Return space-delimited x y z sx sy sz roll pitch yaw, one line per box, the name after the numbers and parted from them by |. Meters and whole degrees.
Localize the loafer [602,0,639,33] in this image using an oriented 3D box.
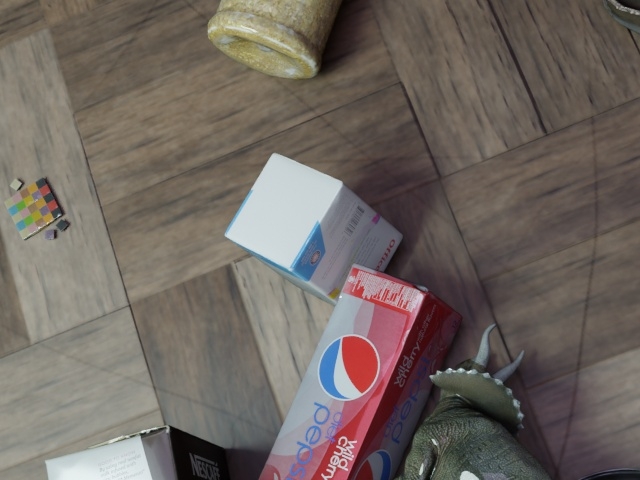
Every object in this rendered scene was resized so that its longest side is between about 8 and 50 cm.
0.387 -0.258 1.088 0.366 0.130 0.133 1 74 47 | loafer

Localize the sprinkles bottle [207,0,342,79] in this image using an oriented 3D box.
0.001 -0.343 1.277 0.121 0.121 0.355 17 79 18 | sprinkles bottle

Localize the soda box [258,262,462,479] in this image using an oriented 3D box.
0.029 0.161 1.134 0.083 0.092 0.263 19 80 33 | soda box

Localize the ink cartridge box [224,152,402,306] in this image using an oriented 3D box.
0.000 0.000 1.175 0.090 0.143 0.092 25 81 37 | ink cartridge box

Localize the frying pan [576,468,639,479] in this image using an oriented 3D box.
0.213 0.258 1.094 0.326 0.053 0.197 33 83 17 | frying pan

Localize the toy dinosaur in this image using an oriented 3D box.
0.133 0.220 1.049 0.160 0.121 0.313 -38 49 17 | toy dinosaur

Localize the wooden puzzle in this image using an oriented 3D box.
-0.298 -0.032 1.322 0.049 0.006 0.083 -32 70 3 | wooden puzzle

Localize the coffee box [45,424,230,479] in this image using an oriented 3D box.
-0.130 0.325 1.093 0.119 0.168 0.297 -16 72 9 | coffee box
